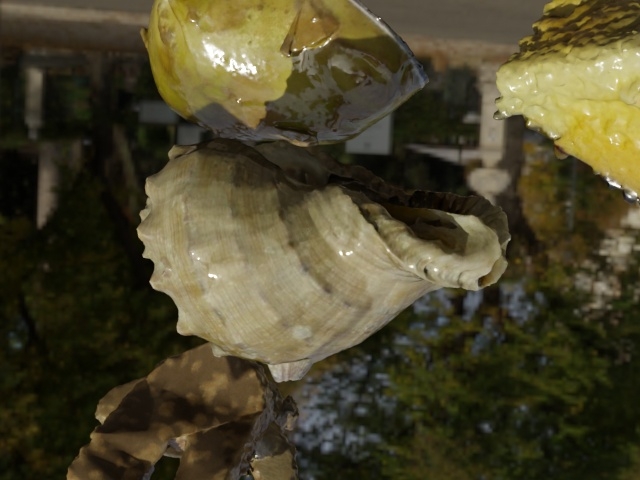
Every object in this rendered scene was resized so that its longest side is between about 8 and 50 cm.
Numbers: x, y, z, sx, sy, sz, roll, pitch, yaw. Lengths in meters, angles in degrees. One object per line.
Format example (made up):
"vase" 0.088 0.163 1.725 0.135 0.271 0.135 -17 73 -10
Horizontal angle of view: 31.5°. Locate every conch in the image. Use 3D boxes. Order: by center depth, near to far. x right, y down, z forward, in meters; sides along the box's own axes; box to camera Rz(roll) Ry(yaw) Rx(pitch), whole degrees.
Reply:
"conch" -0.003 0.009 0.975 0.324 0.186 0.263 19 -147 17

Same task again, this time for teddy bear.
"teddy bear" -0.143 0.232 1.258 0.246 0.222 0.296 16 -128 11

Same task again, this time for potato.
"potato" -0.054 -0.184 1.211 0.300 0.196 0.246 36 177 20

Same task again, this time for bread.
"bread" 0.288 -0.125 0.888 0.262 0.162 0.204 34 -130 9
